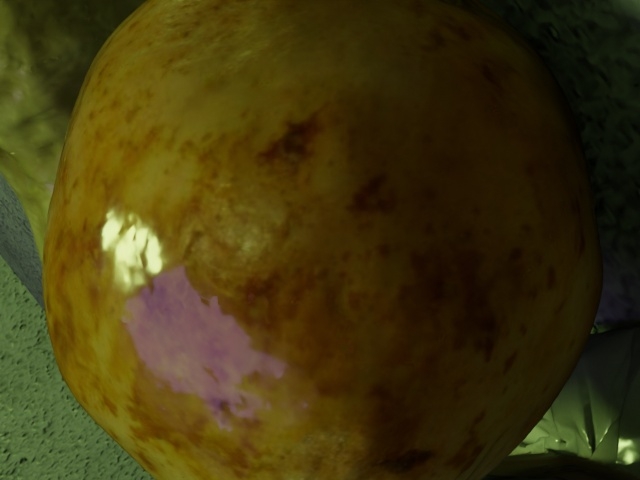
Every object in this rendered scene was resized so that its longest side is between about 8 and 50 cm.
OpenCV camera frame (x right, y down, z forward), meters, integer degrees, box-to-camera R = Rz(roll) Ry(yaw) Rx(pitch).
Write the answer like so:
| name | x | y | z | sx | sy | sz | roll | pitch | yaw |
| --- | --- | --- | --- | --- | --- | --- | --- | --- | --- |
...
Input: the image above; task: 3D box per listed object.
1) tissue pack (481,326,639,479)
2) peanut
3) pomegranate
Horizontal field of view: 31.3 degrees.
| name | x | y | z | sx | sy | sz | roll | pitch | yaw |
| --- | --- | --- | --- | --- | --- | --- | --- | --- | --- |
| tissue pack | 0.106 | 0.161 | 0.602 | 0.238 | 0.238 | 0.305 | 53 | 162 | -2 |
| peanut | -0.124 | -0.045 | 0.727 | 0.192 | 0.169 | 0.387 | -90 | -22 | -52 |
| pomegranate | 0.000 | 0.000 | 0.470 | 0.248 | 0.248 | 0.248 | 45 | 160 | 21 |
